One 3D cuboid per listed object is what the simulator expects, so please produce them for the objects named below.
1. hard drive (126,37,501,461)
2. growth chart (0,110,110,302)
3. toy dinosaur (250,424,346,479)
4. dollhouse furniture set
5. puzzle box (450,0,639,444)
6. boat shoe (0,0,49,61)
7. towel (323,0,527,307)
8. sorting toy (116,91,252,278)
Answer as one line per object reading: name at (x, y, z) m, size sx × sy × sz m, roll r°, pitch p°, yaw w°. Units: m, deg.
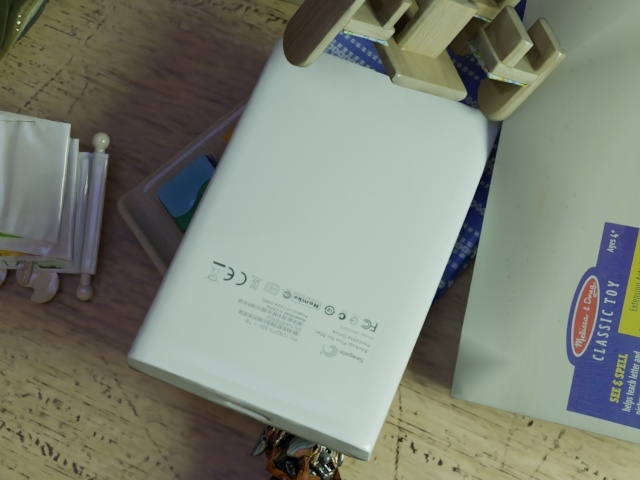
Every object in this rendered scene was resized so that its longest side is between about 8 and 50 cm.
hard drive at (0.000, 0.000, 1.228) m, size 0.203 × 0.040 × 0.307 m, roll 21°, pitch 67°, yaw 6°
growth chart at (-0.297, -0.044, 1.363) m, size 0.237 × 0.021 × 0.172 m, roll 16°, pitch 95°, yaw 12°
toy dinosaur at (0.014, 0.292, 1.214) m, size 0.218 × 0.164 × 0.322 m, roll -1°, pitch 98°, yaw 23°
dollhouse furniture set at (0.033, -0.195, 1.231) m, size 0.161 × 0.212 × 0.242 m, roll -48°, pitch 48°, yaw 34°
puzzle box at (0.265, -0.044, 1.192) m, size 0.272 × 0.052 × 0.409 m, roll 12°, pitch 92°, yaw 31°
boat shoe at (-0.290, -0.217, 1.392) m, size 0.080 × 0.073 × 0.223 m, roll 42°, pitch 106°, yaw 1°
towel at (0.079, -0.105, 1.326) m, size 0.243 × 0.040 × 0.336 m, roll 38°, pitch 85°, yaw 16°
sorting toy at (-0.047, -0.025, 1.301) m, size 0.208 × 0.038 × 0.193 m, roll -37°, pitch 73°, yaw 2°
